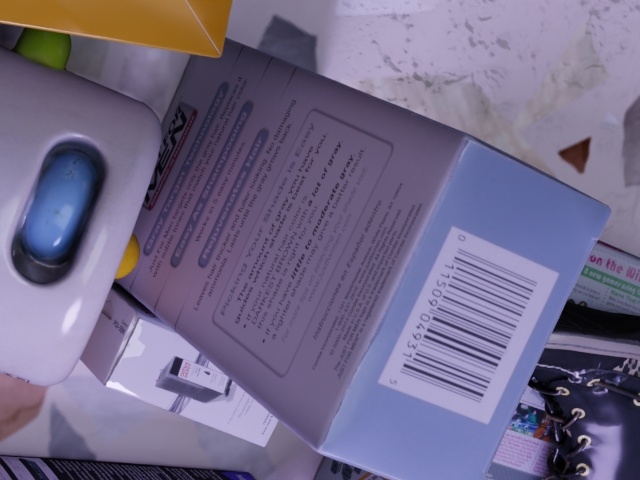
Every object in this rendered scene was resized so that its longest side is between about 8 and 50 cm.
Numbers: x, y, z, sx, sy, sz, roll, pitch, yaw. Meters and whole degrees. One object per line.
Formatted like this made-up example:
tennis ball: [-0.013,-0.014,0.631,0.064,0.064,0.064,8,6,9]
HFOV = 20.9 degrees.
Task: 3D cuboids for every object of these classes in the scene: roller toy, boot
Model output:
roller toy: [-0.183,-0.011,1.071,0.146,0.191,0.209,22,124,-9]
boot: [0.182,0.139,1.267,0.236,0.085,0.178,9,103,-30]

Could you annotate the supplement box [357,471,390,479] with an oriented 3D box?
supplement box: [-0.009,0.260,1.221,0.233,0.080,0.078,-35,117,-8]

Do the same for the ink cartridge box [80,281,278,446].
ink cartridge box: [-0.099,0.083,1.209,0.135,0.099,0.056,25,94,-29]

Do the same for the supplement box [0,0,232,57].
supplement box: [-0.169,-0.200,1.033,0.191,0.194,0.129,6,102,-28]

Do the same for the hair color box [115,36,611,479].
hair color box: [0.000,0.000,1.074,0.114,0.374,0.185,24,94,-30]

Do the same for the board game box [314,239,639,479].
board game box: [0.147,0.135,1.352,0.224,0.097,0.303,21,96,-31]

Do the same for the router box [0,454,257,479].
router box: [-0.177,0.314,1.250,0.243,0.081,0.309,7,102,-28]
